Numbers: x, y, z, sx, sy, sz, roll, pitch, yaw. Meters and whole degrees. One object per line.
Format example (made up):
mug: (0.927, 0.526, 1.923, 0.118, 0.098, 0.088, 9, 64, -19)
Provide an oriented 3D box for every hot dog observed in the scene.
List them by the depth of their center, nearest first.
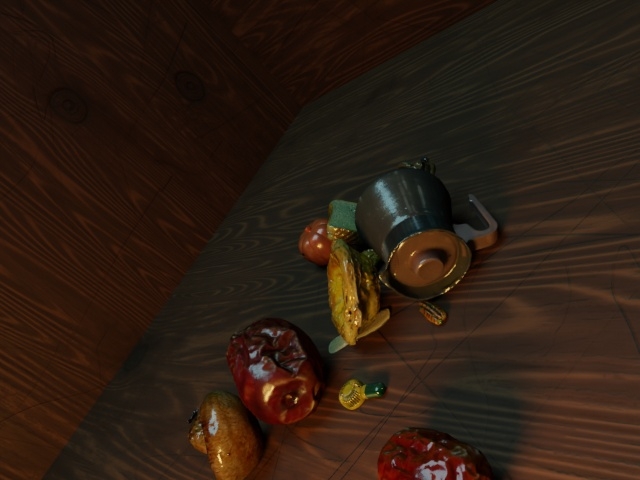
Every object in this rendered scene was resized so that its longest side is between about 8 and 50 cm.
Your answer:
hot dog: (0.305, 0.194, 1.627, 0.049, 0.037, 0.122, -45, 25, -5)

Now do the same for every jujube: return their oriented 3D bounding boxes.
jujube: (0.221, 0.464, 1.172, 0.250, 0.174, 0.174, 5, 55, 56)
jujube: (-0.137, 0.381, 1.774, 0.276, 0.276, 0.377, -45, 30, 3)

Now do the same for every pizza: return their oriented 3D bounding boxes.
pizza: (0.127, 0.115, 2.019, 0.147, 0.069, 0.226, -14, 39, 48)

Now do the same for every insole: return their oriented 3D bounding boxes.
insole: (0.118, 0.279, 1.839, 0.248, 0.011, 0.081, -36, 26, 24)

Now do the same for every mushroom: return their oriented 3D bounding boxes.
mushroom: (-0.278, 0.571, 1.749, 0.195, 0.263, 0.283, -32, 39, -23)

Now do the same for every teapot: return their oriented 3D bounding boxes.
teapot: (0.305, -0.027, 1.730, 0.376, 0.305, 0.361, -16, 37, 2)

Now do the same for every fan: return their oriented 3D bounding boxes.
fan: (0.113, 0.409, 1.605, 0.155, 0.039, 0.082, -24, 32, 41)

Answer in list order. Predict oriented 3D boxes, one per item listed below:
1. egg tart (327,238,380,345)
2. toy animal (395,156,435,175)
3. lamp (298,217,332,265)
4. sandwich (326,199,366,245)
egg tart: (0.102, 0.154, 1.786, 0.129, 0.341, 0.341, -3, 23, -9)
toy animal: (0.303, -0.168, 1.949, 0.158, 0.312, 0.097, 3, 46, 22)
lamp: (0.000, 0.000, 2.296, 0.188, 0.164, 0.187, -38, 27, 23)
sandwich: (0.115, -0.068, 2.212, 0.214, 0.186, 0.065, -79, 0, -55)
